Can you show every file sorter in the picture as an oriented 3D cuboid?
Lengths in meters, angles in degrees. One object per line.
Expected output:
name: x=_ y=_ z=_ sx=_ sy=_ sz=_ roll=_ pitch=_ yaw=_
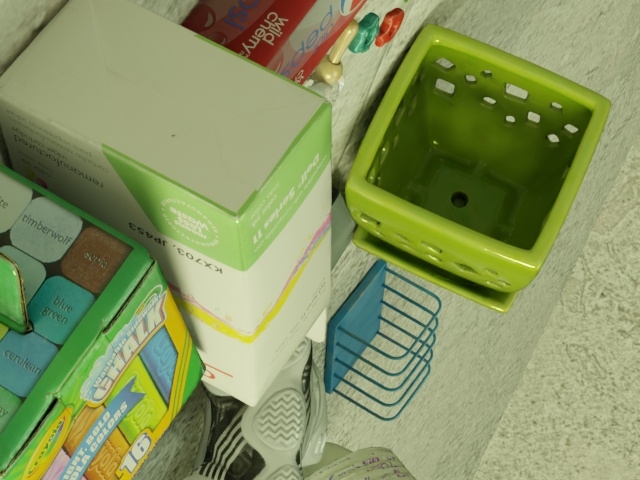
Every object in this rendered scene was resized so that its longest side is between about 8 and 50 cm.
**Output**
file sorter: x=0.081 y=0.133 z=2.347 sx=0.118 sy=0.104 sz=0.170 roll=-50 pitch=161 yaw=-28

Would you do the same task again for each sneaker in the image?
sneaker: x=-0.065 y=0.238 z=1.884 sx=0.210 sy=0.137 sz=0.366 roll=68 pitch=28 yaw=-70

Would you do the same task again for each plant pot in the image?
plant pot: x=0.163 y=-0.065 z=2.035 sx=0.207 sy=0.227 sz=0.228 roll=97 pitch=19 yaw=-67

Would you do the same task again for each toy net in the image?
toy net: x=0.022 y=-0.188 z=1.751 sx=0.232 sy=0.045 sz=0.122 roll=-57 pitch=165 yaw=-5

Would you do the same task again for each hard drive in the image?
hard drive: x=0.000 y=0.000 z=2.030 sx=0.094 sy=0.022 sz=0.135 roll=-57 pitch=163 yaw=-8

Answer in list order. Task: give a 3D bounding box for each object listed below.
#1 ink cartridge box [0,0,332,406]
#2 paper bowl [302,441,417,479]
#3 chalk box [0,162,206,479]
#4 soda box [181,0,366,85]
ink cartridge box: x=-0.106 y=-0.007 z=1.381 sx=0.119 sy=0.207 sz=0.353 roll=-55 pitch=162 yaw=-25
paper bowl: x=-0.018 y=0.337 z=2.082 sx=0.284 sy=0.148 sz=0.284 roll=-32 pitch=155 yaw=-17
chalk box: x=-0.215 y=0.067 z=1.245 sx=0.179 sy=0.180 sz=0.289 roll=-56 pitch=162 yaw=-16
soda box: x=-0.025 y=-0.199 z=1.517 sx=0.263 sy=0.083 sz=0.092 roll=-55 pitch=163 yaw=-20
